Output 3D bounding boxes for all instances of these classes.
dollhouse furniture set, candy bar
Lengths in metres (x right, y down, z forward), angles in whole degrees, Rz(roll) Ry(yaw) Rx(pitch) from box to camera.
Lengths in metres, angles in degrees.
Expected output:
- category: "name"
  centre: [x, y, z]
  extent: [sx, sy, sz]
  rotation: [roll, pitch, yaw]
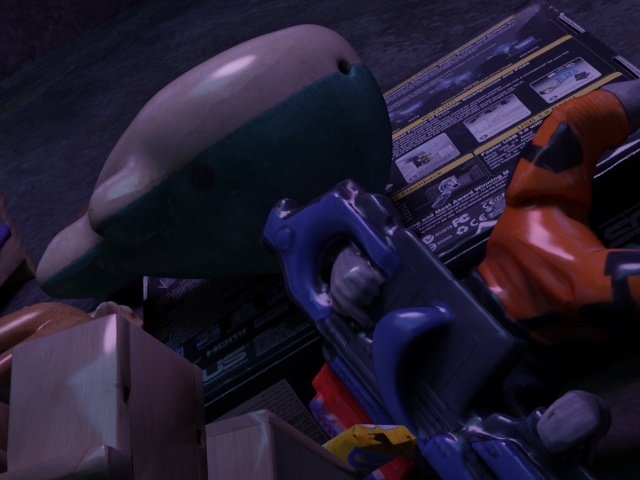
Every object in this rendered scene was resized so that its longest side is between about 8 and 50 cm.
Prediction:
- category: "dollhouse furniture set"
  centre: [-0.158, 0.208, 0.540]
  extent: [0.355, 0.303, 0.174]
  rotation: [-18, 57, 18]
- category: "candy bar"
  centre: [-0.008, 0.128, 0.624]
  extent: [0.161, 0.040, 0.018]
  rotation: [-41, 47, 44]

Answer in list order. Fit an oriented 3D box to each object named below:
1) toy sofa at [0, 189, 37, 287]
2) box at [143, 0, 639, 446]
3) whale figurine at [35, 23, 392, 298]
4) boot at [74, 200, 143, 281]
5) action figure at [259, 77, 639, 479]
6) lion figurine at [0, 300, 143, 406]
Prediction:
- category: "toy sofa"
  centre: [-0.455, 0.059, 1.275]
  extent: [0.150, 0.177, 0.362]
  rotation: [-17, 22, 18]
- category: "box"
  centre: [0.054, -0.010, 0.883]
  extent: [0.394, 0.097, 0.318]
  rotation: [-32, 26, 5]
- category: "whale figurine"
  centre: [-0.068, -0.023, 0.798]
  extent: [0.272, 0.141, 0.216]
  rotation: [-36, -1, 31]
- category: "boot"
  centre: [-0.164, -0.026, 1.319]
  extent: [0.115, 0.112, 0.305]
  rotation: [12, 25, 7]
- category: "action figure"
  centre: [0.139, 0.073, 0.633]
  extent: [0.330, 0.178, 0.341]
  rotation: [-41, 57, 14]
- category: "lion figurine"
  centre: [-0.190, 0.114, 0.803]
  extent: [0.240, 0.142, 0.392]
  rotation: [-38, 2, -19]
